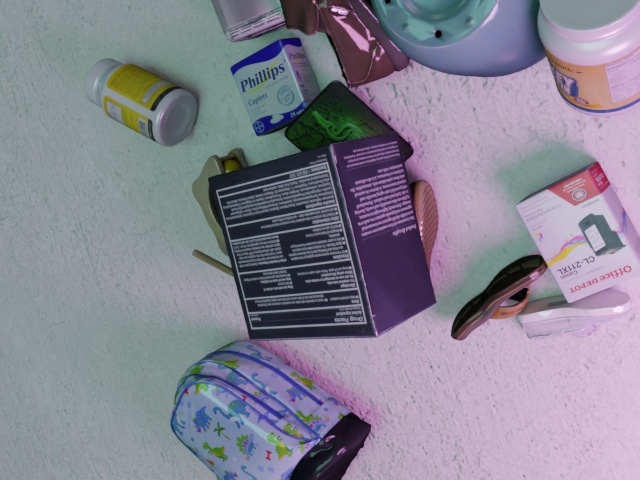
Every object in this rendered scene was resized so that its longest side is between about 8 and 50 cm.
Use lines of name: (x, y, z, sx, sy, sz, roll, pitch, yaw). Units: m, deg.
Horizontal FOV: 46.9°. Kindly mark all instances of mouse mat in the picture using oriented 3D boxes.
mouse mat: (0.048, -0.170, 1.282, 0.189, 0.007, 0.152, 39, 125, -13)

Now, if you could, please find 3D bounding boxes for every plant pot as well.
plant pot: (0.203, -0.368, 1.030, 0.292, 0.235, 0.293, 10, 110, 28)

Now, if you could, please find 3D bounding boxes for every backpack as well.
backpack: (-0.124, 0.364, 1.479, 0.355, 0.273, 0.290, 48, 131, 24)

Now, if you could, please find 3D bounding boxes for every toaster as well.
toaster: (-0.105, -0.433, 1.261, 0.226, 0.129, 0.147, -11, 102, 32)

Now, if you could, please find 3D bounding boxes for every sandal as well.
sandal: (0.300, 0.103, 1.216, 0.060, 0.090, 0.219, 37, 121, -3)

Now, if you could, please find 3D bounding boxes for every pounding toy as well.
pounding toy: (-0.155, -0.035, 1.402, 0.154, 0.155, 0.270, -26, 91, 39)

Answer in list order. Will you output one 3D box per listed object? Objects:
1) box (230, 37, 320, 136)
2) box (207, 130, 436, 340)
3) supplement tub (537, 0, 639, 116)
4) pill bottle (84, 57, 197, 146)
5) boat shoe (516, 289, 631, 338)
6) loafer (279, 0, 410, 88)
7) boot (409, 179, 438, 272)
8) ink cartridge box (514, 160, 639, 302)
box: (-0.077, -0.275, 1.328, 0.126, 0.072, 0.137, -19, 94, 34)
box: (0.000, 0.000, 1.224, 0.296, 0.182, 0.294, -8, 97, 43)
supplement tub: (0.361, -0.264, 0.947, 0.144, 0.199, 0.144, -11, 65, 24)
pill bottle: (-0.360, -0.280, 1.470, 0.208, 0.119, 0.119, 29, 118, 20)
boat shoe: (0.404, 0.125, 1.172, 0.184, 0.066, 0.063, -16, 107, 33)
loafer: (-0.010, -0.374, 1.128, 0.130, 0.134, 0.366, -39, 112, 11)
boot: (0.096, 0.003, 1.301, 0.206, 0.090, 0.249, 11, 115, 26)
ink cartridge box: (0.400, -0.011, 1.123, 0.127, 0.072, 0.175, -30, 89, 34)
